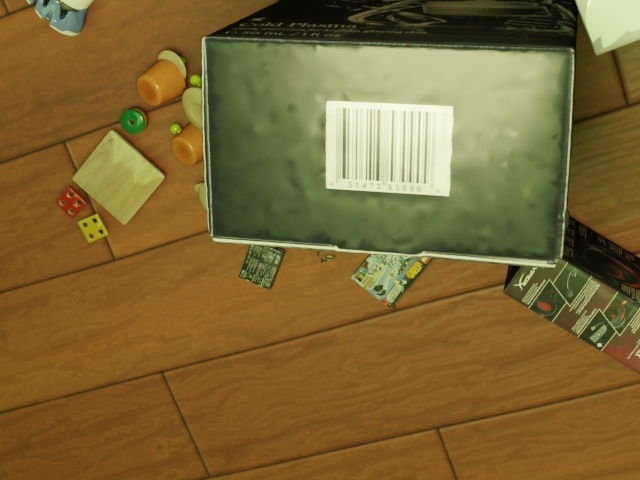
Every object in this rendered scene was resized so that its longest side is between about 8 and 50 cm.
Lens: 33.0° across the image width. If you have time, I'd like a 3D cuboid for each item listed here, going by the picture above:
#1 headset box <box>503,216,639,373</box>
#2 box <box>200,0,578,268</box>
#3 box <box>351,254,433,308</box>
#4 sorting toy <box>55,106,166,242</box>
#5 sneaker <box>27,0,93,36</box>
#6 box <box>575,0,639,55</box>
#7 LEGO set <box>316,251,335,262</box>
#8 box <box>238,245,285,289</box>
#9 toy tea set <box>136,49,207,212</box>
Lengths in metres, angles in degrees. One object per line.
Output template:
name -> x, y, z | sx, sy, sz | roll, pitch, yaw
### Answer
headset box -> 0.464, 0.082, 1.803 | 0.293, 0.218, 0.110 | 30, 115, 1
box -> 0.127, -0.188, 1.581 | 0.480, 0.472, 0.297 | 4, 109, 12
box -> 0.133, 0.046, 1.972 | 0.094, 0.027, 0.137 | 39, 114, -1
sorting toy -> -0.377, -0.116, 2.024 | 0.132, 0.046, 0.274 | 42, 113, -4
sneaker -> -0.481, -0.528, 1.867 | 0.182, 0.127, 0.315 | -41, 103, 19
box -> 0.467, -0.408, 1.552 | 0.215, 0.345, 0.168 | -19, 105, 19
LEGO set -> -0.002, 0.001, 1.995 | 0.054, 0.023, 0.083 | -1, 123, 16
box -> -0.110, 0.043, 2.034 | 0.067, 0.018, 0.083 | 22, 113, 5
toy tea set -> -0.179, -0.199, 1.933 | 0.200, 0.124, 0.336 | -12, 113, 48
